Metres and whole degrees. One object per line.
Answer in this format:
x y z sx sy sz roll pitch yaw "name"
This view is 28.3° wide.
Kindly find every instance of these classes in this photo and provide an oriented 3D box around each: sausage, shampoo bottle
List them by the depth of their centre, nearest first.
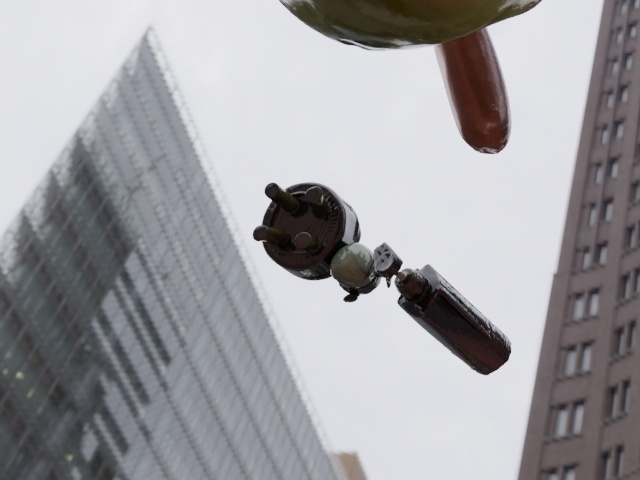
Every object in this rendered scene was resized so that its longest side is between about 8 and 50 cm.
0.180 -0.193 1.497 0.077 0.077 0.194 -21 -105 31 "sausage"
0.149 0.084 1.567 0.067 0.068 0.236 -51 -53 -2 "shampoo bottle"

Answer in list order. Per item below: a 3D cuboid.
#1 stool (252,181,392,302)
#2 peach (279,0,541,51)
0.000 0.000 1.678 0.217 0.125 0.121 42 2 25 "stool"
0.060 -0.317 1.107 0.314 0.281 0.315 0 -54 24 "peach"
